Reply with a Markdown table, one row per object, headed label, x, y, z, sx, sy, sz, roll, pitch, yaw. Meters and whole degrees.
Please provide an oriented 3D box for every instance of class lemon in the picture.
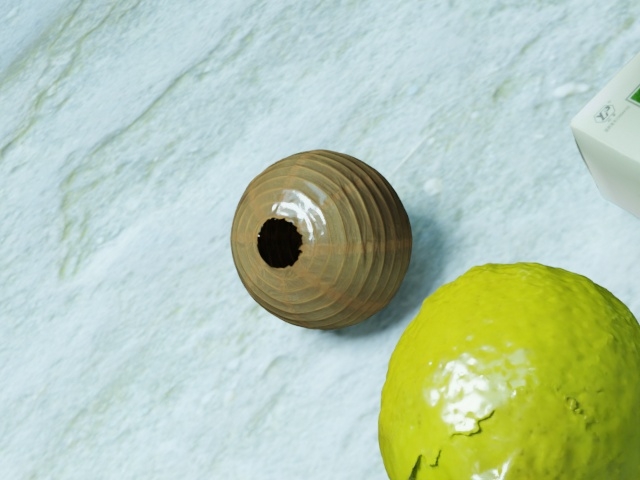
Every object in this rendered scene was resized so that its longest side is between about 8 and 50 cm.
| label | x | y | z | sx | sy | sz | roll | pitch | yaw |
| --- | --- | --- | --- | --- | --- | --- | --- | --- | --- |
| lemon | 0.120 | 0.105 | 0.986 | 0.180 | 0.180 | 0.193 | -36 | 39 | 1 |

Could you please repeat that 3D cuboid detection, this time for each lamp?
| label | x | y | z | sx | sy | sz | roll | pitch | yaw |
| --- | --- | --- | --- | --- | --- | --- | --- | --- | --- |
| lamp | 0.000 | 0.000 | 1.205 | 0.136 | 0.136 | 0.136 | -20 | 42 | 19 |

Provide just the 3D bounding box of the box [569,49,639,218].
| label | x | y | z | sx | sy | sz | roll | pitch | yaw |
| --- | --- | --- | --- | --- | --- | --- | --- | --- | --- |
| box | 0.302 | -0.093 | 1.093 | 0.212 | 0.095 | 0.168 | -45 | 46 | -10 |
